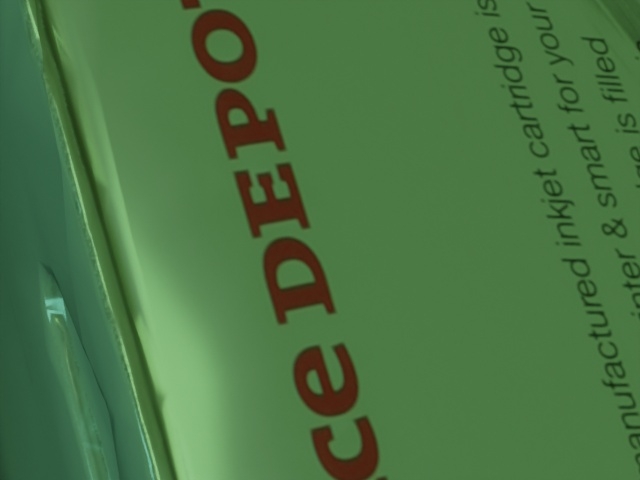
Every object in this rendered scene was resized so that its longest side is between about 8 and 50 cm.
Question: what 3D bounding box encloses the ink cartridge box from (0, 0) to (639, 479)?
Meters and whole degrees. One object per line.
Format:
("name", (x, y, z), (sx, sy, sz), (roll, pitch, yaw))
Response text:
("ink cartridge box", (0.098, 0.027, 0.578), (0.395, 0.166, 0.285), (-10, 75, -26))
